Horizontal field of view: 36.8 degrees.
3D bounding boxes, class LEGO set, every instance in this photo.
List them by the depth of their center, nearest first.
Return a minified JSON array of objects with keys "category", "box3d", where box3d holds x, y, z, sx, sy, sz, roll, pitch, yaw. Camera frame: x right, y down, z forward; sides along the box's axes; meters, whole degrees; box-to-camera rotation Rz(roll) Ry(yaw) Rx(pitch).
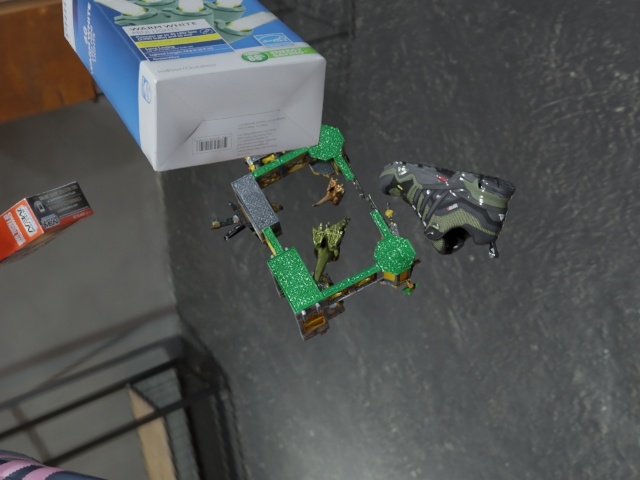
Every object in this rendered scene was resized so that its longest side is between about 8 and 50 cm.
[{"category":"LEGO set","box3d":[0.000,0.000,1.540,0.331,0.255,0.192,51,170,19]}]

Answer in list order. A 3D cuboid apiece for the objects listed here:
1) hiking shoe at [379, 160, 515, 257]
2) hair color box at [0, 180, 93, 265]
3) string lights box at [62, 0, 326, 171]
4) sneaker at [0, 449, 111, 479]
[{"category":"hiking shoe","box3d":[0.152,-0.041,1.282,0.227,0.086,0.114,15,95,52]},{"category":"hair color box","box3d":[-0.388,-0.013,1.263,0.167,0.093,0.053,-28,91,36]},{"category":"string lights box","box3d":[-0.113,-0.157,0.783,0.259,0.133,0.076,50,143,46]},{"category":"sneaker","box3d":[-0.222,0.221,0.794,0.319,0.131,0.112,10,98,11]}]
